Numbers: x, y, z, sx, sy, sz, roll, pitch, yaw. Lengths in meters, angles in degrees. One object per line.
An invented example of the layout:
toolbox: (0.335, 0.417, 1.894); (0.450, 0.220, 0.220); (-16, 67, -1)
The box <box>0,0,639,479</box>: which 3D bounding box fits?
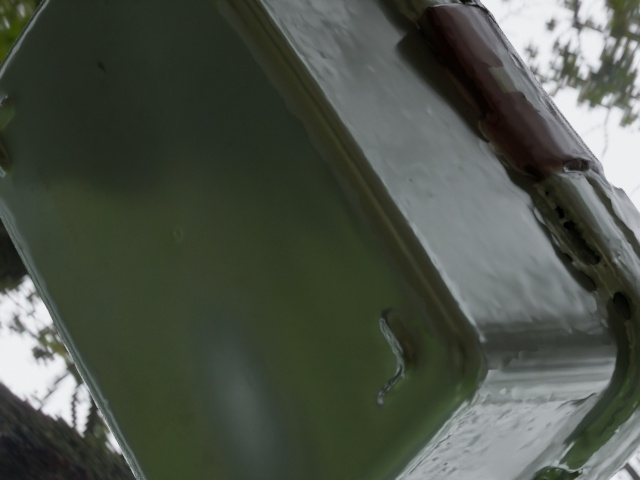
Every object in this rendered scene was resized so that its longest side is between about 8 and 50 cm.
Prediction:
box: (0.000, 0.000, 0.490); (0.148, 0.129, 0.210); (-49, -120, 29)
